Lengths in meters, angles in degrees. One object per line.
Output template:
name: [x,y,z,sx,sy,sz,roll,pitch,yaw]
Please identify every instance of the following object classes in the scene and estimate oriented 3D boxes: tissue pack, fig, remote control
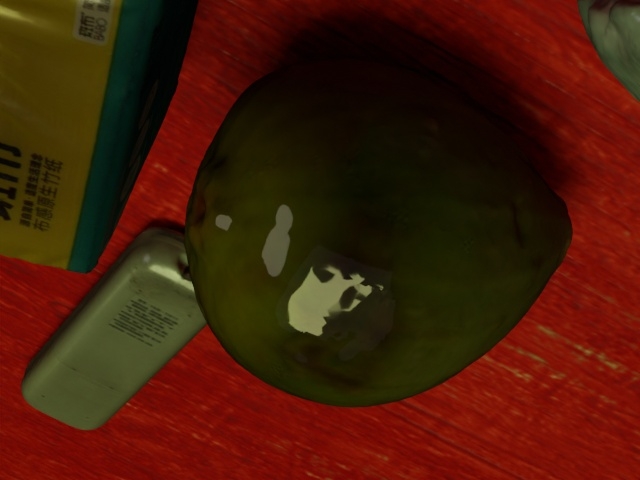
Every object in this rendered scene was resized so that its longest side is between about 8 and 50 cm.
tissue pack: [-0.139,-0.133,0.883,0.134,0.192,0.271,20,143,-2]
fig: [0.033,0.003,0.967,0.230,0.207,0.207,26,143,-9]
remote control: [-0.159,0.080,1.288,0.090,0.038,0.309,28,143,-13]

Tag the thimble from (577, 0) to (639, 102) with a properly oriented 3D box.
thimble: [0.226,-0.121,0.712,0.172,0.250,0.205,38,104,-16]
